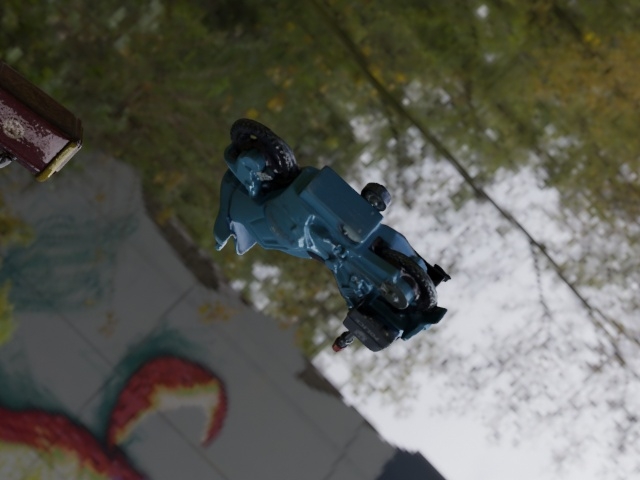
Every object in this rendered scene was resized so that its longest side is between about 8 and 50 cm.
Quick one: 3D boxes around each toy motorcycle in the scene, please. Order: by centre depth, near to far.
[{"bbox_3d":[0.000,0.000,1.302,0.123,0.272,0.182,-47,180,-28],"label":"toy motorcycle"}]

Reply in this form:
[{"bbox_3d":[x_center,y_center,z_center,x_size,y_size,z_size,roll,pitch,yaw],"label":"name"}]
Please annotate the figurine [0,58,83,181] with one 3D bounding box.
[{"bbox_3d":[-0.332,-0.123,1.376,0.098,0.154,0.082,-49,-159,16],"label":"figurine"}]
